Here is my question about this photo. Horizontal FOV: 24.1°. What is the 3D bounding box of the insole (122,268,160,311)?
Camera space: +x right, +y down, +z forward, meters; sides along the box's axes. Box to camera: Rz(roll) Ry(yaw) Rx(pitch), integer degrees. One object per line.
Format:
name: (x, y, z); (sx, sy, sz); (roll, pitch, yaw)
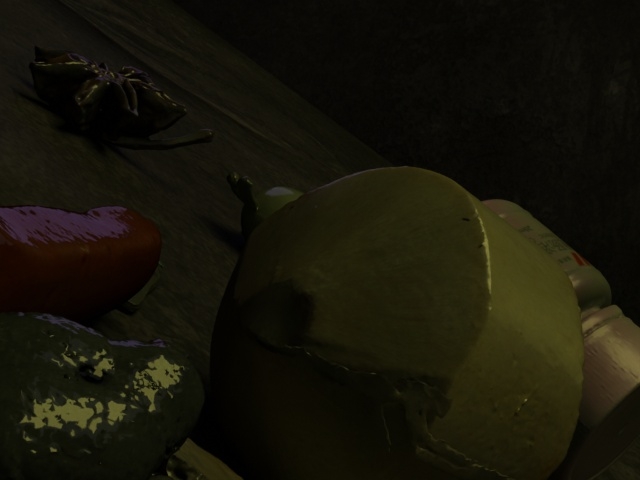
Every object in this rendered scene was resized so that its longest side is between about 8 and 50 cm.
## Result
insole: (-0.184, 0.031, 1.442); (0.063, 0.010, 0.192); (36, 10, -9)

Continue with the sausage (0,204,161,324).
sausage: (-0.214, 0.024, 1.173); (0.094, 0.097, 0.348); (50, 14, 11)

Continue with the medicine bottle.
medicine bottle: (0.247, 0.124, 1.779); (0.302, 0.241, 0.241); (43, 13, 25)

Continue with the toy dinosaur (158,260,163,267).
toy dinosaur: (-0.186, -0.002, 1.492); (0.062, 0.021, 0.083); (24, 11, -26)

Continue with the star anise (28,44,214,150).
star anise: (-0.253, -0.167, 1.820); (0.231, 0.089, 0.209); (35, 22, 18)

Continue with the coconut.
coconut: (0.058, 0.094, 1.235); (0.323, 0.323, 0.323); (35, 12, -8)

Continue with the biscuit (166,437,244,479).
biscuit: (-0.043, 0.207, 1.070); (0.290, 0.038, 0.141); (41, 1, -4)

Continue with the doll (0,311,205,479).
doll: (-0.093, 0.148, 0.887); (0.340, 0.158, 0.246); (32, -8, -15)

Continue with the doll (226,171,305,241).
doll: (-0.003, 0.013, 1.833); (0.275, 0.113, 0.155); (26, 6, -19)
